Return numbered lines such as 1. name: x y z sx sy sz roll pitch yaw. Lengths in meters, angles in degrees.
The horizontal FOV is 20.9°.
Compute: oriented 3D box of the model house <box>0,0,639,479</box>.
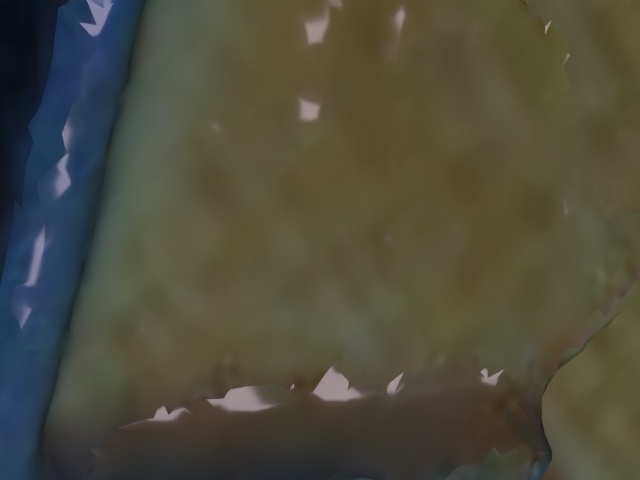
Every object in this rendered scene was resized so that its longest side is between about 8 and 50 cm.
1. model house: 0.000 0.000 0.540 0.342 0.334 0.382 -46 120 -13
